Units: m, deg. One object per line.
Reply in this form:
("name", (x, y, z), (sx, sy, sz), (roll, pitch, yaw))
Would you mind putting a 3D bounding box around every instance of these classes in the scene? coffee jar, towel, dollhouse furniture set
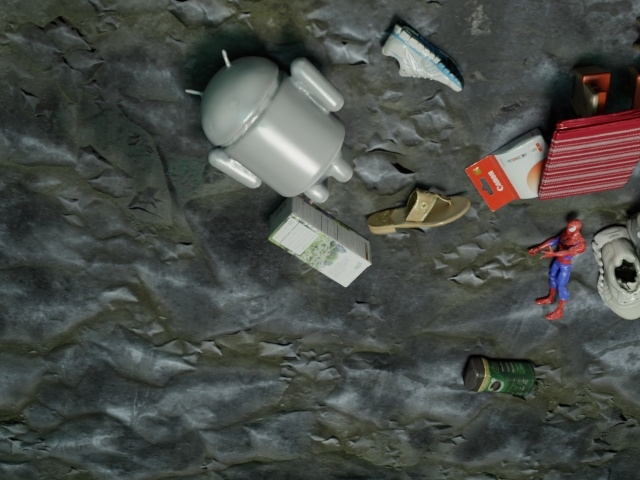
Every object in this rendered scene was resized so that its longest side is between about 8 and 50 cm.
("coffee jar", (0.492, 0.377, 1.850), (0.185, 0.079, 0.096), (7, 128, -8))
("towel", (0.562, -0.173, 1.376), (0.199, 0.031, 0.275), (-8, 153, 6))
("dollhouse furniture set", (0.653, -0.300, 1.344), (0.259, 0.135, 0.262), (-7, 125, 3))

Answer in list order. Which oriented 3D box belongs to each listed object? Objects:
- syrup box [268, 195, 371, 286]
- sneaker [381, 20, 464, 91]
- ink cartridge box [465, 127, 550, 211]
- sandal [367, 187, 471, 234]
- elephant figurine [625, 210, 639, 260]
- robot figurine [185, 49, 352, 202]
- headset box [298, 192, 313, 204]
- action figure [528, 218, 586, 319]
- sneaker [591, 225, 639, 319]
("syrup box", (0.000, 0.000, 1.559), (0.237, 0.096, 0.093), (32, 120, -22))
("sneaker", (0.204, -0.353, 1.342), (0.191, 0.071, 0.083), (35, 124, -14))
("ink cartridge box", (0.440, -0.148, 1.502), (0.179, 0.045, 0.145), (-31, 120, 16))
("sandal", (0.216, -0.079, 1.516), (0.240, 0.088, 0.079), (-13, 131, 14))
("elephant figurine", (0.847, -0.033, 1.532), (0.240, 0.169, 0.186), (-22, 161, -16))
("robot figurine", (-0.094, -0.225, 1.334), (0.353, 0.199, 0.300), (37, 115, -24))
("headset box", (-0.029, -0.126, 1.509), (0.083, 0.032, 0.062), (33, 118, -21))
("action figure", (0.556, 0.068, 1.624), (0.139, 0.091, 0.280), (-3, 126, -13))
("sneaker", (0.749, 0.105, 1.646), (0.110, 0.118, 0.292), (-24, 124, 12))
